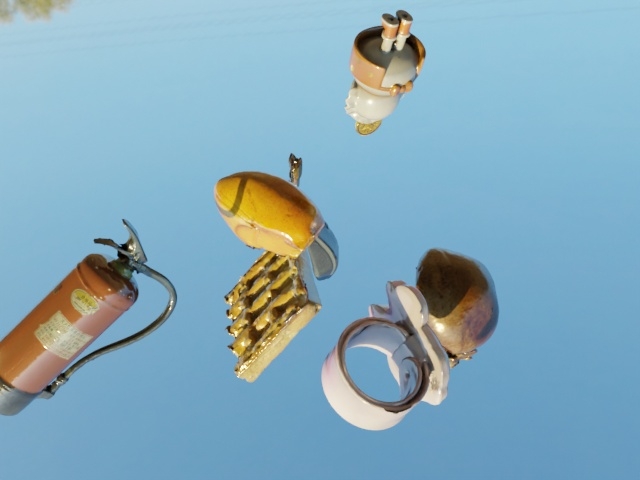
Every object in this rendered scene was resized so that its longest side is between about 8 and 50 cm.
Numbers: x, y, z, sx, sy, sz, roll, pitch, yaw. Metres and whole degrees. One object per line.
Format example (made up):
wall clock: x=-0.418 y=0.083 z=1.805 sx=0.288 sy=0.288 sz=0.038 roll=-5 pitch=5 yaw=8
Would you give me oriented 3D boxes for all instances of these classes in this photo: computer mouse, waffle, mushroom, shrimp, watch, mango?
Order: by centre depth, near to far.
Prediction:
watch: x=0.112 y=0.219 z=1.218 sx=0.218 sy=0.211 sz=0.248 roll=-14 pitch=-118 yaw=-28
mango: x=-0.110 y=-0.059 z=1.301 sx=0.252 sy=0.153 sz=0.126 roll=28 pitch=-136 yaw=18
computer mouse: x=0.003 y=0.001 z=1.474 sx=0.071 sy=0.231 sz=0.126 roll=-14 pitch=-132 yaw=1
mushroom: x=0.319 y=0.162 z=1.509 sx=0.195 sy=0.283 sz=0.263 roll=8 pitch=-161 yaw=18
waffle: x=-0.127 y=0.153 z=1.635 sx=0.304 sy=0.078 sz=0.348 roll=-47 pitch=-151 yaw=19
shrimp: x=-0.072 y=-0.203 z=1.817 sx=0.035 sy=0.147 sz=0.195 roll=1 pitch=-123 yaw=-5

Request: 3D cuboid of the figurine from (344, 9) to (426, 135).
figurine: x=0.117 y=-0.302 z=1.212 sx=0.143 sy=0.271 sz=0.143 roll=1 pitch=-140 yaw=-1

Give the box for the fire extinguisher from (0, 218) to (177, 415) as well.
fire extinguisher: x=-0.397 y=0.133 z=1.086 sx=0.376 sy=0.200 sz=0.113 roll=-44 pitch=-118 yaw=5
